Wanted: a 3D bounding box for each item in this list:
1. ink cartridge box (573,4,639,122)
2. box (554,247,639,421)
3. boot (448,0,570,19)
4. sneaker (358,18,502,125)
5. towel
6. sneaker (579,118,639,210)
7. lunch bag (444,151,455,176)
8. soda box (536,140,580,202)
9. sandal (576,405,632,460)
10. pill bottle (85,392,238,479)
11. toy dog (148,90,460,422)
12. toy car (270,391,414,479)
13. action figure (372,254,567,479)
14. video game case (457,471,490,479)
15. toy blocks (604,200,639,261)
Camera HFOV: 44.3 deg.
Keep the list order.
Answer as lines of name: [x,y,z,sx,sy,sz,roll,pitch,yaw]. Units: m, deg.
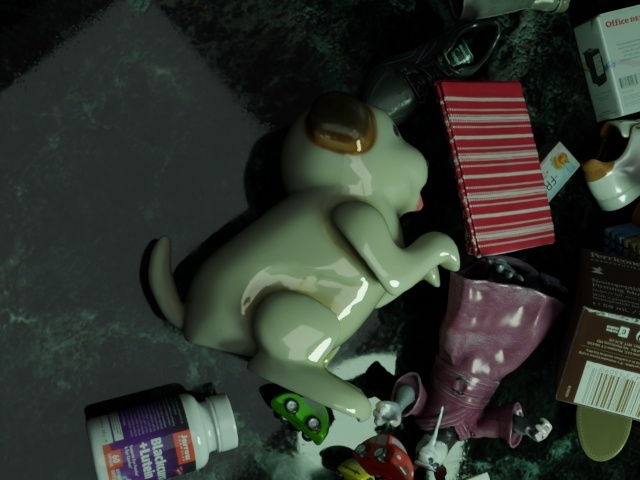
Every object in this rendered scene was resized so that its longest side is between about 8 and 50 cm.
ink cartridge box: [0.529,-0.308,1.365,0.127,0.072,0.175,-16,93,-17]
box: [0.457,0.141,1.189,0.168,0.203,0.167,12,118,11]
boot: [0.311,-0.460,1.310,0.208,0.076,0.190,-3,87,-11]
sneaker: [0.173,-0.273,1.236,0.267,0.106,0.101,-38,100,-14]
towel: [0.270,-0.118,1.211,0.199,0.031,0.275,-9,85,-37]
sneaker: [0.569,-0.183,1.356,0.290,0.106,0.123,-40,102,-13]
lunch bag: [0.255,-0.123,1.278,0.098,0.065,0.067,41,62,-11]
soda box: [0.344,-0.080,1.304,0.058,0.063,0.183,46,77,-12]
sandal: [0.479,0.253,1.333,0.088,0.079,0.240,-5,69,22]
pill bottle: [-0.218,0.275,1.091,0.193,0.108,0.108,-13,92,-17]
toy dog: [0.000,0.000,1.114,0.395,0.284,0.408,22,81,15]
toy car: [0.028,0.289,1.149,0.225,0.239,0.053,37,60,11]
action figure: [0.213,0.198,1.217,0.248,0.276,0.370,23,101,-6]
video game case: [0.185,0.473,1.116,0.210,0.042,0.232,-12,72,-21]
toy blocks: [0.601,0.017,1.314,0.261,0.191,0.381,-12,113,-11]
